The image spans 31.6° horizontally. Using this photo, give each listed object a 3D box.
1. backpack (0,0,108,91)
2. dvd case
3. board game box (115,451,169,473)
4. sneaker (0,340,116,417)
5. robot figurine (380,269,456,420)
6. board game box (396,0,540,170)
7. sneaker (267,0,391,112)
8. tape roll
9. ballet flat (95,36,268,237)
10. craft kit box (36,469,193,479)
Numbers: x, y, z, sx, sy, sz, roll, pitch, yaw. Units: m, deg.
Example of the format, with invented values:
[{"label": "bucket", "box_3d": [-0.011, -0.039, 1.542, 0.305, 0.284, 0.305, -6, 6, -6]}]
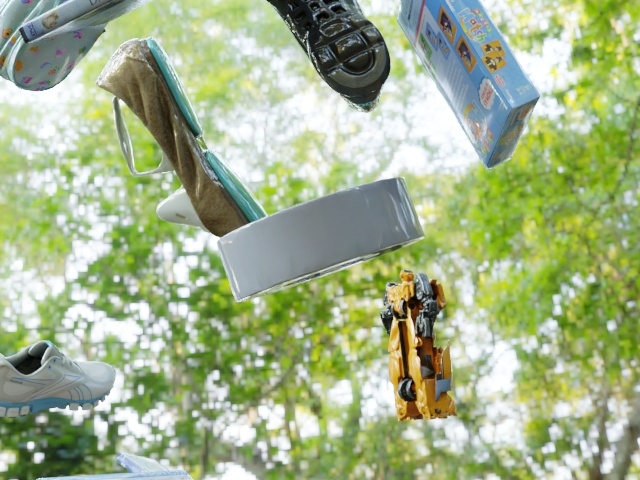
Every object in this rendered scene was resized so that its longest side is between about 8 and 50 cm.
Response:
[{"label": "backpack", "box_3d": [-0.322, -0.266, 1.319, 0.182, 0.115, 0.152, -46, -26, 16]}, {"label": "dvd case", "box_3d": [-0.168, -0.273, 1.171, 0.253, 0.022, 0.180, -20, 10, 24]}, {"label": "board game box", "box_3d": [-0.300, 0.406, 1.992, 0.090, 0.020, 0.090, 23, -2, 42]}, {"label": "sneaker", "box_3d": [-0.319, 0.159, 1.362, 0.190, 0.071, 0.083, -3, -60, -51]}, {"label": "robot figurine", "box_3d": [0.189, 0.200, 2.182, 0.085, 0.291, 0.211, 0, -9, -23]}, {"label": "board game box", "box_3d": [0.151, -0.197, 1.205, 0.039, 0.211, 0.160, -25, -16, -9]}, {"label": "sneaker", "box_3d": [-0.006, -0.254, 1.259, 0.101, 0.267, 0.106, -25, -20, 1]}, {"label": "tape roll", "box_3d": [0.000, 0.000, 1.234, 0.219, 0.072, 0.219, -19, -4, -2]}, {"label": "ballet flat", "box_3d": [-0.189, -0.105, 1.507, 0.124, 0.342, 0.116, -32, 2, 9]}, {"label": "craft kit box", "box_3d": [-0.251, 0.414, 1.615, 0.250, 0.061, 0.246, 5, 14, -36]}]
